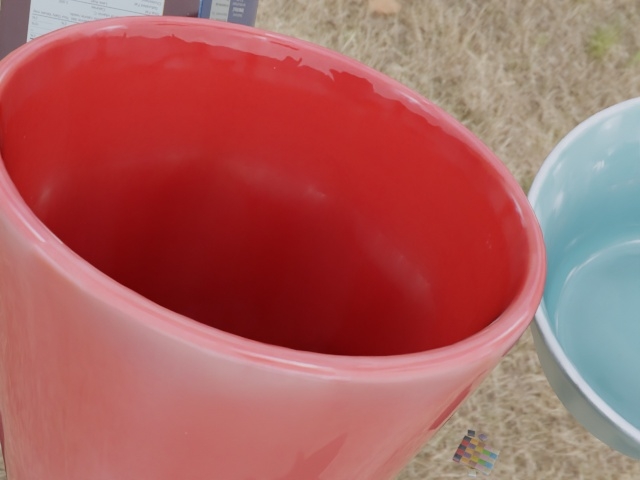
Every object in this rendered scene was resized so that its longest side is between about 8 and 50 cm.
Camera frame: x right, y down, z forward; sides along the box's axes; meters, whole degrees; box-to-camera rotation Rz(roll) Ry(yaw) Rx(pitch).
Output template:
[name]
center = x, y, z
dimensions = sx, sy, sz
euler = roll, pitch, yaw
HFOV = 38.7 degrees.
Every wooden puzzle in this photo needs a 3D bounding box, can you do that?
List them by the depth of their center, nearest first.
[wooden puzzle]
center = 0.200, 0.275, 1.166
dimensions = 0.049, 0.006, 0.083
euler = 22, 33, 18

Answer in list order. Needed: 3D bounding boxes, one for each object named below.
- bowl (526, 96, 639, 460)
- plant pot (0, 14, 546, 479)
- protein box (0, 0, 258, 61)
[bowl]
center = 0.289, 0.055, 0.710
dimensions = 0.312, 0.163, 0.311
euler = 2, 64, -4
[plant pot]
center = -0.053, 0.051, 0.486
dimensions = 0.275, 0.243, 0.275
euler = 13, 35, -10
[protein box]
center = -0.132, -0.162, 0.680
dimensions = 0.136, 0.200, 0.201
euler = 12, 104, 4
